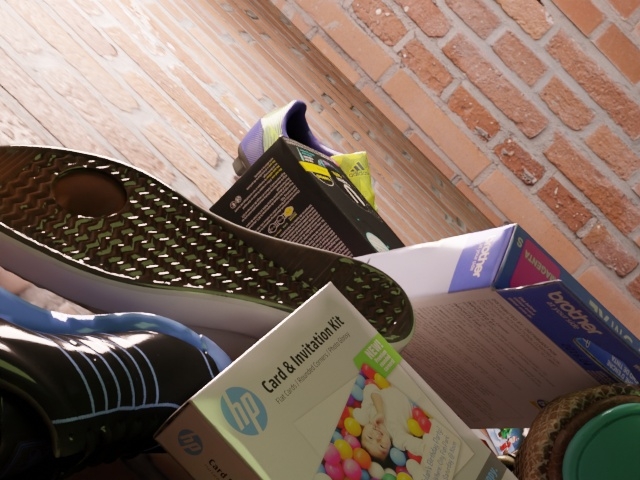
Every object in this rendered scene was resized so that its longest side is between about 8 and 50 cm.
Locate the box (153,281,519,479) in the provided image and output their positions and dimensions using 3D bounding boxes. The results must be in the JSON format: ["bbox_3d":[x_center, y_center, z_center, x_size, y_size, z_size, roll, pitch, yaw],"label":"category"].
[{"bbox_3d":[0.028,0.122,0.493,0.186,0.038,0.145,46,33,5],"label":"box"}]

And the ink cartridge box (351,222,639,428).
[{"bbox_3d":[0.116,0.076,0.747,0.186,0.065,0.311,39,-28,-26],"label":"ink cartridge box"}]

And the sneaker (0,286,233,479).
[{"bbox_3d":[-0.120,0.077,0.451,0.232,0.081,0.090,24,30,-43],"label":"sneaker"}]

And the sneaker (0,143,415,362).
[{"bbox_3d":[-0.096,0.042,0.615,0.290,0.123,0.106,23,41,-10],"label":"sneaker"}]

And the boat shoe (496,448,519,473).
[{"bbox_3d":[0.178,0.221,0.925,0.049,0.056,0.152,51,14,2],"label":"boat shoe"}]

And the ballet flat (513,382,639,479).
[{"bbox_3d":[0.286,0.309,0.626,0.483,0.164,0.182,56,-13,17],"label":"ballet flat"}]

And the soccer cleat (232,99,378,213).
[{"bbox_3d":[0.024,-0.029,1.054,0.289,0.121,0.093,50,14,17],"label":"soccer cleat"}]

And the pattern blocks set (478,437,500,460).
[{"bbox_3d":[0.044,0.201,0.490,0.285,0.026,0.325,25,33,-31],"label":"pattern blocks set"}]

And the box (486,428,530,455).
[{"bbox_3d":[0.257,0.253,1.084,0.159,0.044,0.233,37,16,-30],"label":"box"}]

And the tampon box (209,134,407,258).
[{"bbox_3d":[0.000,0.000,0.943,0.161,0.101,0.120,51,15,22],"label":"tampon box"}]
